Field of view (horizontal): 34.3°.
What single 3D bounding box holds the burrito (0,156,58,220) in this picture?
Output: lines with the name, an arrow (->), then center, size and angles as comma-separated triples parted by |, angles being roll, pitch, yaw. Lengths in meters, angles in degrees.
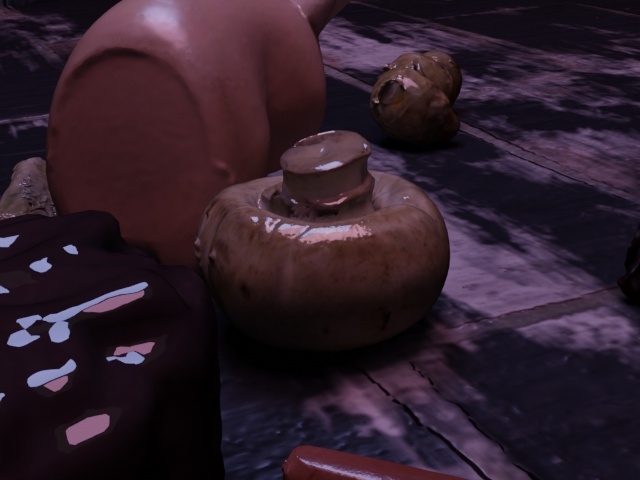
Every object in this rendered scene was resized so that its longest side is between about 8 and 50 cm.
burrito -> -0.247, -0.030, 0.886 | 0.051, 0.042, 0.171 | 24, 20, -17

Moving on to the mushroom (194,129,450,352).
mushroom -> 0.000, 0.000, 0.670 | 0.166, 0.127, 0.166 | -9, 19, 3

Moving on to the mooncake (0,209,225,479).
mooncake -> -0.182, 0.081, 0.461 | 0.283, 0.141, 0.283 | -4, 21, 2

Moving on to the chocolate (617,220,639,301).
chocolate -> 0.286, 0.001, 0.675 | 0.224, 0.206, 0.177 | -12, -23, -50

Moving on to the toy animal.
toy animal -> -0.088, -0.103, 0.829 | 0.195, 0.212, 0.256 | 2, 21, 21

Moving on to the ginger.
ginger -> 0.111, -0.161, 1.152 | 0.104, 0.080, 0.204 | 32, 25, -1

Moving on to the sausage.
sausage -> 0.046, 0.122, 0.476 | 0.147, 0.030, 0.035 | 7, 22, 22
